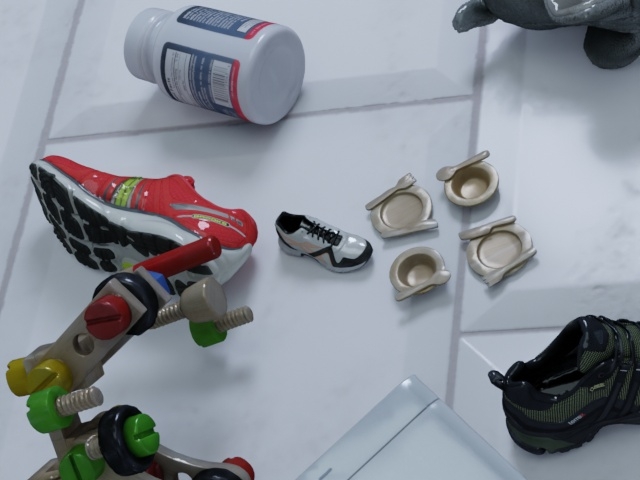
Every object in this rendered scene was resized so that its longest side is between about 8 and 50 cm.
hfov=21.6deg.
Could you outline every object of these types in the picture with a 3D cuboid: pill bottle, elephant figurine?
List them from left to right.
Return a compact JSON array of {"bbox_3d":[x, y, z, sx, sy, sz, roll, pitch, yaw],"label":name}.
[{"bbox_3d":[-0.117,-0.194,1.795,0.180,0.108,0.108,18,64,31],"label":"pill bottle"},{"bbox_3d":[0.280,-0.253,1.644,0.169,0.186,0.239,-17,42,-34],"label":"elephant figurine"}]

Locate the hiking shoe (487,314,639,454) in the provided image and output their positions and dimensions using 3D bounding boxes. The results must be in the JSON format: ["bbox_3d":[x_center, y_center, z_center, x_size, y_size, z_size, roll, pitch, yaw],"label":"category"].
[{"bbox_3d":[0.258,0.106,1.423,0.227,0.114,0.086,-25,51,3],"label":"hiking shoe"}]

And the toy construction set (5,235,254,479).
[{"bbox_3d":[-0.205,0.146,1.529,0.237,0.257,0.309,-20,35,24],"label":"toy construction set"}]

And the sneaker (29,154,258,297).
[{"bbox_3d":[-0.181,-0.026,1.724,0.279,0.107,0.118,24,49,30],"label":"sneaker"}]

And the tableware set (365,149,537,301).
[{"bbox_3d":[0.123,-0.013,1.624,0.141,0.020,0.168,-22,51,5],"label":"tableware set"}]

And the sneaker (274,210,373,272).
[{"bbox_3d":[0.000,0.000,1.649,0.109,0.043,0.040,12,59,27],"label":"sneaker"}]

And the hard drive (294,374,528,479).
[{"bbox_3d":[0.113,0.301,1.338,0.233,0.047,0.353,-41,63,-12],"label":"hard drive"}]
